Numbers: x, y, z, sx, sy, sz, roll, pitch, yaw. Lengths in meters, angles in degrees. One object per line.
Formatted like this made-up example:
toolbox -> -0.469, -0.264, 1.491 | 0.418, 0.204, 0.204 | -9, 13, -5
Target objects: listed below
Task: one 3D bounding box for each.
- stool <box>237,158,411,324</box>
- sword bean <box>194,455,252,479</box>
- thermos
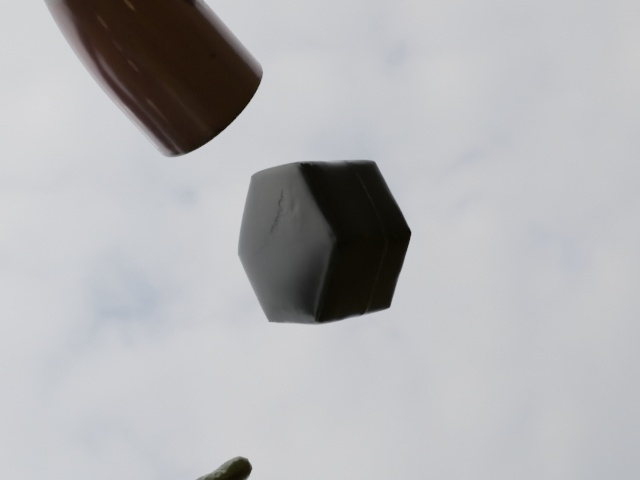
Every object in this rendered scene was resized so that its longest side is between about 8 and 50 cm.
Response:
stool -> 0.000, 0.000, 1.104 | 0.141, 0.232, 0.232 | -8, -75, -38
sword bean -> -0.186, 0.339, 0.996 | 0.269, 0.038, 0.043 | -30, -84, -37
thermos -> -0.182, -0.231, 0.832 | 0.176, 0.146, 0.265 | -33, -57, 12
